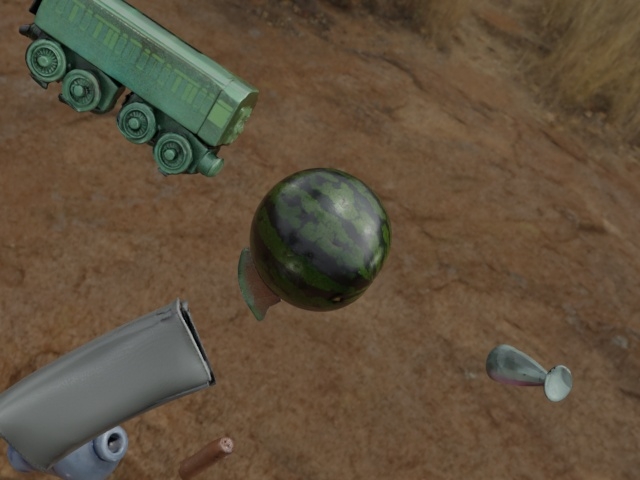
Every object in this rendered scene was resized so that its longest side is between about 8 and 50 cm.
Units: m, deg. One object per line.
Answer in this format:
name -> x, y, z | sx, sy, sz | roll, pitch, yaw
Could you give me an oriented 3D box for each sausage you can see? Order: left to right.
sausage -> -0.210, 0.393, 1.389 | 0.043, 0.186, 0.043 | 20, 50, -26

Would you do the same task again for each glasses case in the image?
glasses case -> -0.286, 0.195, 1.056 | 0.128, 0.308, 0.083 | 62, 6, -6

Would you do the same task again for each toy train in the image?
toy train -> -0.110, -0.096, 0.455 | 0.148, 0.071, 0.038 | 34, 14, 4

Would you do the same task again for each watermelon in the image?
watermelon -> -0.128, 0.074, 1.643 | 0.155, 0.080, 0.101 | 54, 36, -21
watermelon -> 0.000, 0.000, 1.522 | 0.285, 0.285, 0.285 | 18, 38, -15

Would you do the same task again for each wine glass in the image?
wine glass -> 0.367, 0.235, 1.380 | 0.073, 0.073, 0.155 | 10, 2, -25

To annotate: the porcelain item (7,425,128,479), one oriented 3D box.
porcelain item -> -0.468, 0.384, 1.442 | 0.141, 0.259, 0.141 | 27, 56, -49
